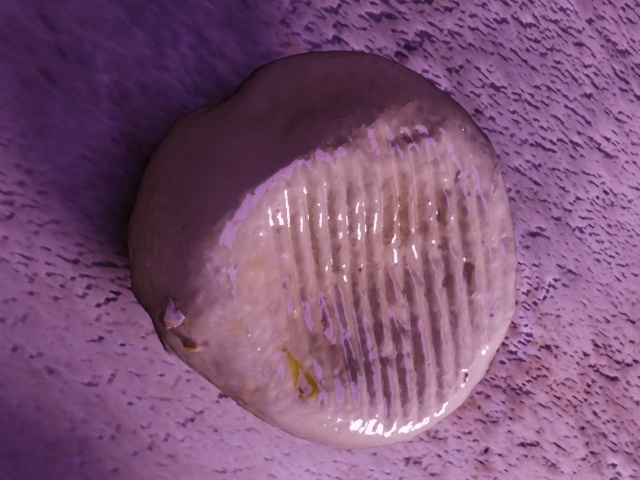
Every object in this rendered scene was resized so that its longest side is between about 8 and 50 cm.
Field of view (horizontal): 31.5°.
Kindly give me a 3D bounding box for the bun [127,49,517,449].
[{"bbox_3d":[0.000,0.000,0.738,0.259,0.160,0.259,-5,103,-24],"label":"bun"}]
